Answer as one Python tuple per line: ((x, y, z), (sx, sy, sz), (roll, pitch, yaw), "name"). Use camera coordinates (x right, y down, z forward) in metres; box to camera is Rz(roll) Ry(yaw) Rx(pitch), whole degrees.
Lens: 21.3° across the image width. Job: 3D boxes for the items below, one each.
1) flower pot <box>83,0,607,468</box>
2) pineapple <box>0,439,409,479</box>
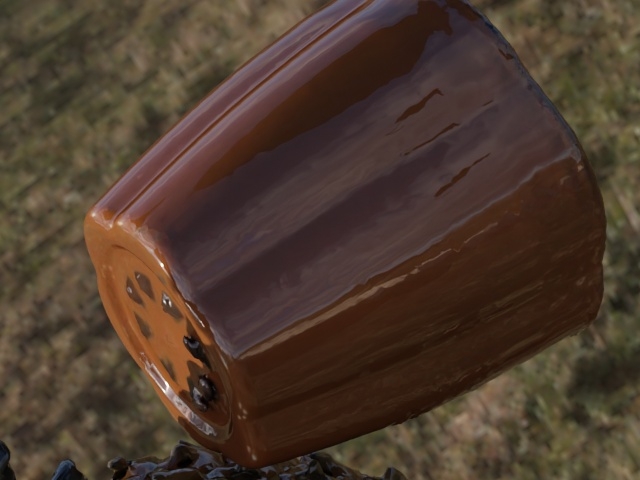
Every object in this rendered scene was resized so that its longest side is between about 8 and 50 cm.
((0.000, 0.000, 0.741), (0.173, 0.190, 0.191), (-30, 26, -21), "flower pot")
((-0.067, 0.176, 0.760), (0.202, 0.362, 0.202), (-17, 62, 36), "pineapple")
